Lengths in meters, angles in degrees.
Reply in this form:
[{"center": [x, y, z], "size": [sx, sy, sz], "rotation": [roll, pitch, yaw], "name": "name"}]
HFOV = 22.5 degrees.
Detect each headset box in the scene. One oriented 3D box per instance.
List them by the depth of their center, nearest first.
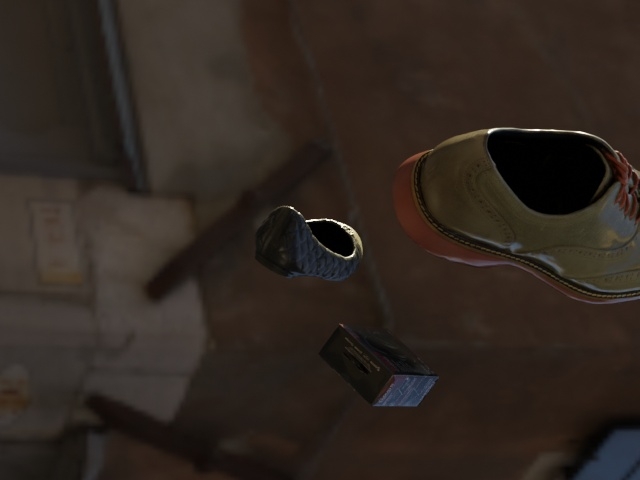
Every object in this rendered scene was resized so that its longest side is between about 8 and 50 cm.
[{"center": [0.042, 0.095, 1.216], "size": [0.062, 0.083, 0.032], "rotation": [42, -75, 28], "name": "headset box"}]

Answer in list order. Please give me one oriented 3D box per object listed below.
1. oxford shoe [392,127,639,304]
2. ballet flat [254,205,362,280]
[{"center": [0.237, -0.024, 1.391], "size": [0.130, 0.348, 0.123], "rotation": [-33, -122, 51], "name": "oxford shoe"}, {"center": [0.000, 0.000, 1.234], "size": [0.049, 0.057, 0.173], "rotation": [-58, 165, 12], "name": "ballet flat"}]
